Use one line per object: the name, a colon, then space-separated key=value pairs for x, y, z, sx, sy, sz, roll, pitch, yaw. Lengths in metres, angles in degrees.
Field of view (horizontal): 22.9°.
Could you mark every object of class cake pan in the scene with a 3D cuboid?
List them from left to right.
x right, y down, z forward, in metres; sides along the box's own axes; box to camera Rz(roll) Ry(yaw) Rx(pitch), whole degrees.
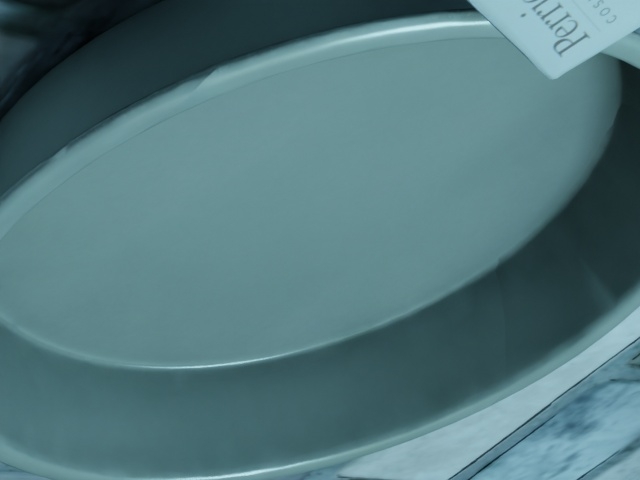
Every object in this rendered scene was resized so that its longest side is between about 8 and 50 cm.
cake pan: x=0.000 y=0.000 z=0.574 sx=0.293 sy=0.054 sz=0.293 roll=-13 pitch=149 yaw=-8

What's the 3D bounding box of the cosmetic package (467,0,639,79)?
cosmetic package: x=0.116 y=-0.145 z=0.375 sx=0.231 sy=0.085 sz=0.117 roll=-32 pitch=147 yaw=20
